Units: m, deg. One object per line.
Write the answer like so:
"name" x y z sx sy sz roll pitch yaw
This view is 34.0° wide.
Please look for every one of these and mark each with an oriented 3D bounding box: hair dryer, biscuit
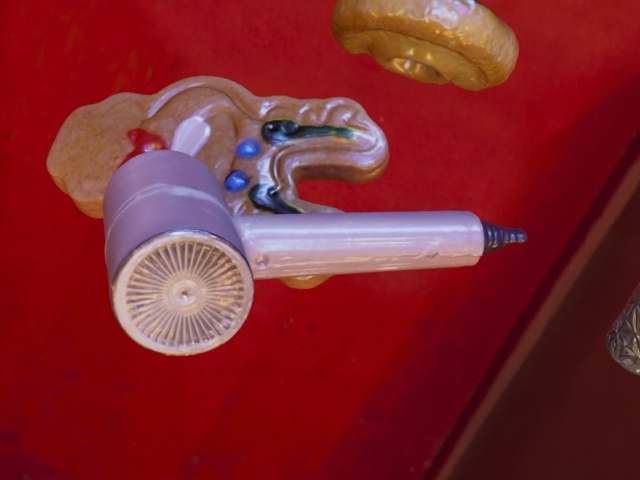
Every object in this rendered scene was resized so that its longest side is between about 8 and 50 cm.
"hair dryer" 0.000 0.000 0.850 0.345 0.189 0.106 -1 113 -13
"biscuit" 0.144 -0.290 1.483 0.274 0.091 0.213 19 172 7
"biscuit" -0.104 -0.068 0.988 0.334 0.202 0.047 11 154 18

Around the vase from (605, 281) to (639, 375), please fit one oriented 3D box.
"vase" 0.550 0.086 1.592 0.156 0.251 0.300 32 132 6
